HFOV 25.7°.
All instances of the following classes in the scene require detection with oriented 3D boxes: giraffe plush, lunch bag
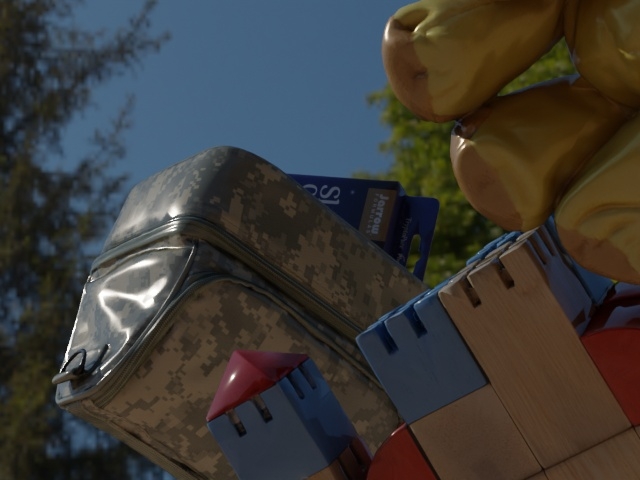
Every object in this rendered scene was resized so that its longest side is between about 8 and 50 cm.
[{"bbox_3d":[0.158,-0.106,0.628,0.210,0.181,0.170,-38,-2,37],"label":"giraffe plush"},{"bbox_3d":[-0.063,0.108,1.221,0.305,0.256,0.213,39,-33,-26],"label":"lunch bag"}]

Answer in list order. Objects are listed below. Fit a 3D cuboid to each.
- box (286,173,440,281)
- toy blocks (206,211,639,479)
[{"bbox_3d":[0.000,0.000,1.425,0.225,0.136,0.036,5,-24,21],"label":"box"},{"bbox_3d":[0.126,0.107,0.683,0.381,0.261,0.191,-31,0,25],"label":"toy blocks"}]
